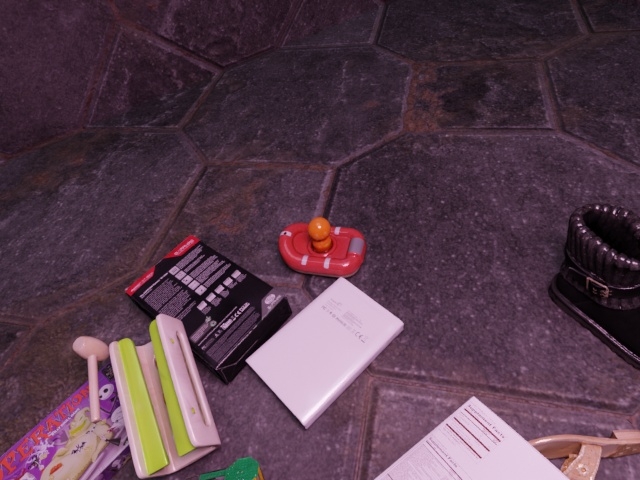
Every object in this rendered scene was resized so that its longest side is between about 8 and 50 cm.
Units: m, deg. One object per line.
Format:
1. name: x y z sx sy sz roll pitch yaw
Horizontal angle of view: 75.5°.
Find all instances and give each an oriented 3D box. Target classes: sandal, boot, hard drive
1. sandal: 0.448 0.379 0.696 0.239 0.088 0.079 -6 41 -1
2. boot: 0.619 0.104 0.792 0.131 0.260 0.348 -36 51 -21
3. hard drive: 0.012 0.237 0.939 0.307 0.040 0.203 -39 53 -22

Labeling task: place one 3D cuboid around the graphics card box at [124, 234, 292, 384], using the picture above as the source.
1. graphics card box: -0.282 0.153 1.034 0.370 0.094 0.233 26 57 31

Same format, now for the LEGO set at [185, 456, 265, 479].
1. LEGO set: -0.216 0.530 0.668 0.330 0.192 0.255 -15 18 -7

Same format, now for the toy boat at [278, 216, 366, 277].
1. toy boat: 0.000 0.000 1.078 0.230 0.151 0.151 5 49 15

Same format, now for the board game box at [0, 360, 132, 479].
1. board game box: -0.512 0.435 0.860 0.208 0.056 0.347 26 58 34

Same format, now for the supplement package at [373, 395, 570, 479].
1. supplement package: 0.191 0.366 0.544 0.203 0.194 0.149 -31 37 -17

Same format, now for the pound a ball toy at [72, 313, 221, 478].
1. pound a ball toy: -0.350 0.306 0.841 0.208 0.136 0.319 -31 62 1
